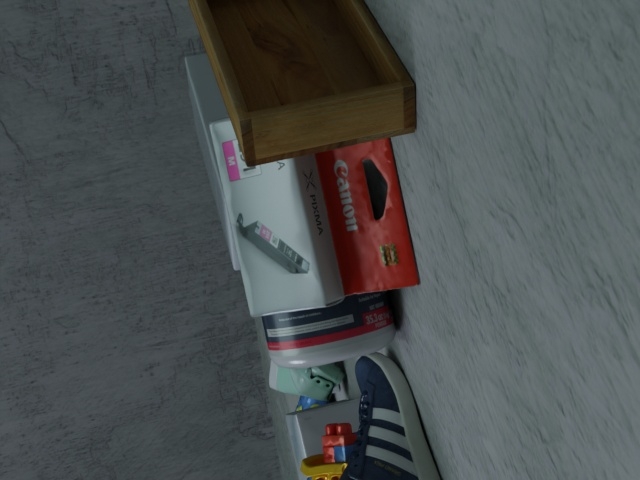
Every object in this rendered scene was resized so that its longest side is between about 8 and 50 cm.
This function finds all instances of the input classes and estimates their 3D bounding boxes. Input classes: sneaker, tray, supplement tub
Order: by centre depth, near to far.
[{"bbox_3d":[-0.040,-0.252,1.446,0.411,0.202,0.076,-112,13,-50],"label":"tray"},{"bbox_3d":[0.077,0.313,1.657,0.131,0.148,0.350,87,167,-46],"label":"sneaker"},{"bbox_3d":[-0.006,0.036,1.663,0.191,0.191,0.272,180,77,-81],"label":"supplement tub"},{"bbox_3d":[-0.019,0.212,2.237,0.256,0.151,0.094,92,-162,-44],"label":"sneaker"},{"bbox_3d":[-0.010,0.357,2.544,0.240,0.091,0.126,153,123,-81],"label":"sneaker"}]

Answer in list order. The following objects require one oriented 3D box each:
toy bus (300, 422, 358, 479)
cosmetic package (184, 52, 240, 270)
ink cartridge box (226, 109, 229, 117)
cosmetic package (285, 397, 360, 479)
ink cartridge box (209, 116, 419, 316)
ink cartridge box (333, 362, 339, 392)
[{"bbox_3d":[0.030,0.412,1.915,0.220,0.149,0.211,-19,77,50],"label":"toy bus"},{"bbox_3d":[-0.165,-0.185,2.456,0.230,0.161,0.453,88,167,-49],"label":"cosmetic package"},{"bbox_3d":[-0.101,-0.247,2.086,0.175,0.127,0.072,121,139,-76],"label":"ink cartridge box"},{"bbox_3d":[0.029,0.419,2.147,0.225,0.138,0.224,122,135,-79],"label":"cosmetic package"},{"bbox_3d":[-0.012,-0.049,1.504,0.060,0.239,0.275,-15,-87,-56],"label":"ink cartridge box"},{"bbox_3d":[-0.001,0.250,2.373,0.088,0.052,0.122,-131,29,-72],"label":"ink cartridge box"}]
